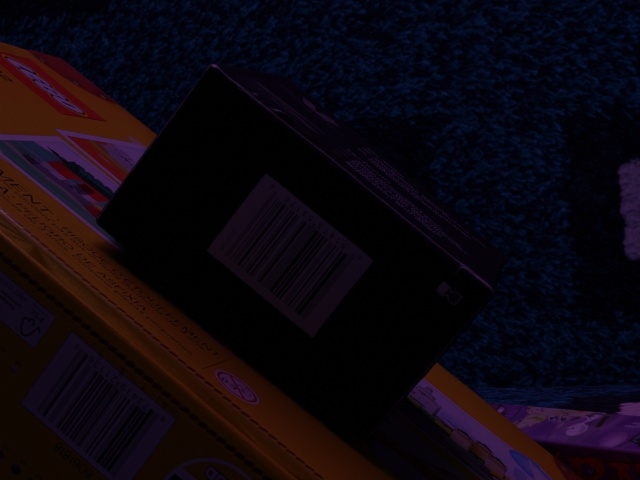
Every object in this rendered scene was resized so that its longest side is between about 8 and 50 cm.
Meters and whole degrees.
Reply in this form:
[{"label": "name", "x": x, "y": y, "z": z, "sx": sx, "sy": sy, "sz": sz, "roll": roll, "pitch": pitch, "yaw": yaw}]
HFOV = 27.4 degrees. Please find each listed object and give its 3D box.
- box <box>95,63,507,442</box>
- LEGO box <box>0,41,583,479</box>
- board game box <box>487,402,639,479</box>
[{"label": "box", "x": 0.000, "y": 0.000, "z": 0.630, "sx": 0.156, "sy": 0.093, "sz": 0.158, "roll": 40, "pitch": 11, "yaw": 5}, {"label": "LEGO box", "x": -0.091, "y": 0.099, "z": 0.704, "sx": 0.500, "sy": 0.193, "sz": 0.372, "roll": 39, "pitch": 9, "yaw": 10}, {"label": "board game box", "x": 0.235, "y": 0.209, "z": 0.839, "sx": 0.056, "sy": 0.208, "sz": 0.346, "roll": -28, "pitch": 14, "yaw": -33}]
